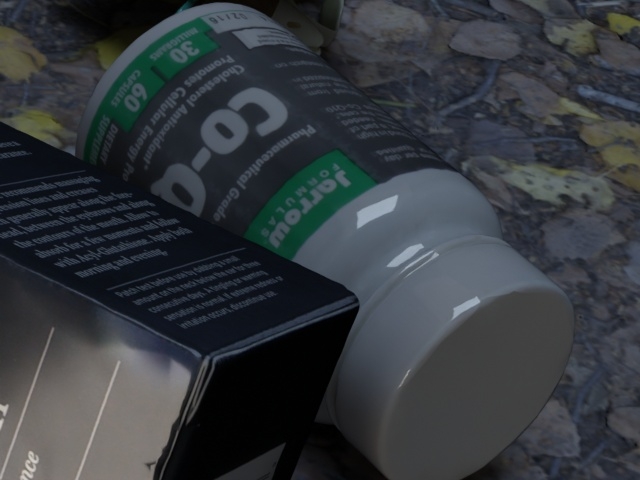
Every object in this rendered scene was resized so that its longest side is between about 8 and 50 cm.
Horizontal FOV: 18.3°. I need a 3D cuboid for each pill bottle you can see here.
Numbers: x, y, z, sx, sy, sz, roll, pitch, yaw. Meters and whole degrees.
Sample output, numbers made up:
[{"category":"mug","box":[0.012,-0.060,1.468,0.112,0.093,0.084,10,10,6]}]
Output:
[{"category":"pill bottle","box":[0.000,0.000,1.408,0.204,0.204,0.361,-16,43,-36]}]

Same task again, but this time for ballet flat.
[{"category":"ballet flat","box":[-0.045,-0.210,1.807,0.124,0.116,0.342,35,31,-3]}]

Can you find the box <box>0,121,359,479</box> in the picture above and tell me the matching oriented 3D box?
[{"category":"box","box":[-0.229,0.092,1.072,0.395,0.293,0.212,25,15,17]}]
